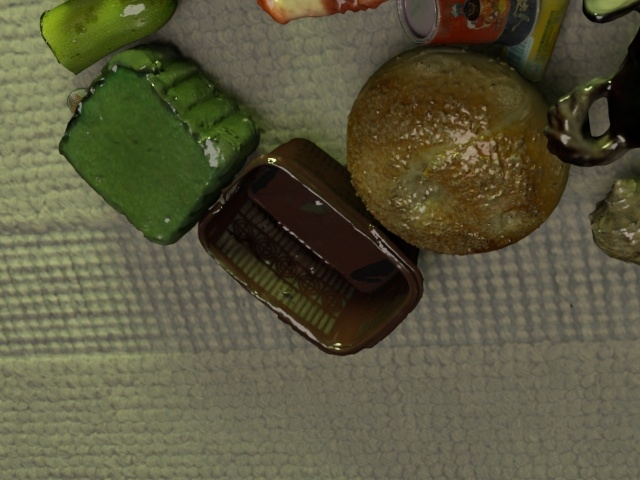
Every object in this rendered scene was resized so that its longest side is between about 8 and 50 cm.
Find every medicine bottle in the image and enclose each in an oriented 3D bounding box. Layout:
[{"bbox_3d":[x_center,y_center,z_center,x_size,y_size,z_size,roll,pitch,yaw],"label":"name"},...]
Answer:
[{"bbox_3d":[0.269,-0.296,1.895,0.074,0.074,0.218,20,127,6],"label":"medicine bottle"}]

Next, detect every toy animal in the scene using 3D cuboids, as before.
[{"bbox_3d":[0.378,-0.249,1.773,0.303,0.194,0.344,-15,111,2],"label":"toy animal"}]

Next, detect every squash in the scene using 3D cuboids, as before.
[{"bbox_3d":[-0.268,-0.297,2.067,0.188,0.095,0.095,-23,111,24],"label":"squash"}]

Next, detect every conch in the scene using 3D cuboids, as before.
[{"bbox_3d":[0.429,-0.013,1.979,0.155,0.130,0.207,-12,131,39],"label":"conch"}]

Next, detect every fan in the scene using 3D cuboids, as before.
[{"bbox_3d":[-0.314,-0.189,2.197,0.080,0.003,0.060,-19,113,28],"label":"fan"}]

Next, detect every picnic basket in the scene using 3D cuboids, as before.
[{"bbox_3d":[0.000,0.000,2.132,0.297,0.129,0.222,40,126,-7],"label":"picnic basket"}]

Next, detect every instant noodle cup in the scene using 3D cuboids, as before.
[{"bbox_3d":[0.169,-0.283,1.867,0.127,0.136,0.127,30,125,54],"label":"instant noodle cup"}]

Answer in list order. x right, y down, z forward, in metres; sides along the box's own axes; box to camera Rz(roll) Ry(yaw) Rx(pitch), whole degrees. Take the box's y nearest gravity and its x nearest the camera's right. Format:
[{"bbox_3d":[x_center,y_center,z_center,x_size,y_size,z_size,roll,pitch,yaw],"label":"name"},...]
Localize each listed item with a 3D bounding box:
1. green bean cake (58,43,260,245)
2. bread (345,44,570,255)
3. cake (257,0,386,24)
[{"bbox_3d":[-0.219,-0.138,2.117,0.227,0.125,0.222,40,125,1],"label":"green bean cake"},{"bbox_3d":[0.160,-0.100,1.968,0.306,0.158,0.305,21,139,19],"label":"bread"},{"bbox_3d":[0.044,-0.418,1.777,0.320,0.270,0.269,-18,113,29],"label":"cake"}]
